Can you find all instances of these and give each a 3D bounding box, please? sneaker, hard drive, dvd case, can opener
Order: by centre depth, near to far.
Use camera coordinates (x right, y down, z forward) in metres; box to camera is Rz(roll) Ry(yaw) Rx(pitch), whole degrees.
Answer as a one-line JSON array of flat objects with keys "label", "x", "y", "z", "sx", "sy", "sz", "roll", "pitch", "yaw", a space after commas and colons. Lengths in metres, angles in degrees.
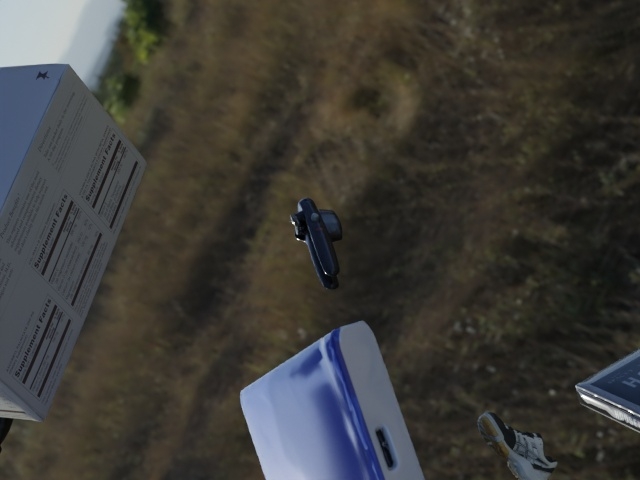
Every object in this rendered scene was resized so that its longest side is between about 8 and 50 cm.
[{"label": "sneaker", "x": 0.161, "y": 0.165, "z": 1.096, "sx": 0.037, "sy": 0.083, "sz": 0.032, "roll": -43, "pitch": 21, "yaw": -10}, {"label": "hard drive", "x": 0.011, "y": 0.208, "z": 1.230, "sx": 0.210, "sy": 0.040, "sz": 0.318, "roll": 71, "pitch": 159, "yaw": 9}, {"label": "dvd case", "x": 0.375, "y": 0.135, "z": 1.241, "sx": 0.179, "sy": 0.030, "sz": 0.238, "roll": -27, "pitch": 20, "yaw": -18}, {"label": "can opener", "x": 0.000, "y": 0.000, "z": 1.898, "sx": 0.186, "sy": 0.073, "sz": 0.059, "roll": -105, "pitch": 5, "yaw": -57}]

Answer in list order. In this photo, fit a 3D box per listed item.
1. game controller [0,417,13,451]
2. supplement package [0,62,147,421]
[{"label": "game controller", "x": -0.409, "y": 0.150, "z": 1.598, "sx": 0.166, "sy": 0.067, "sz": 0.319, "roll": -16, "pitch": -48, "yaw": -53}, {"label": "supplement package", "x": -0.303, "y": -0.002, "z": 1.137, "sx": 0.204, "sy": 0.145, "sz": 0.262, "roll": 1, "pitch": 56, "yaw": 27}]
